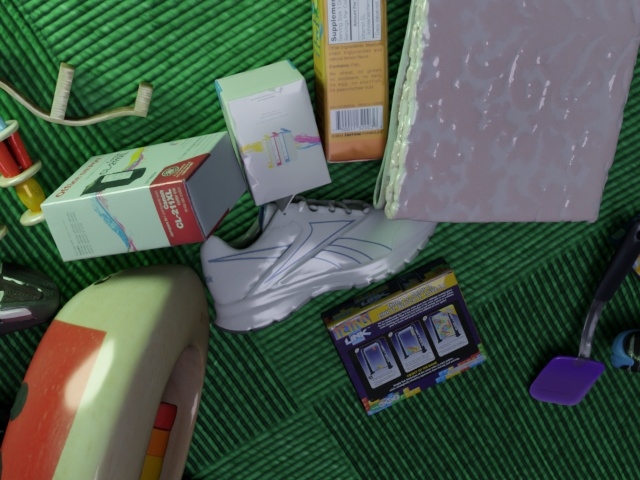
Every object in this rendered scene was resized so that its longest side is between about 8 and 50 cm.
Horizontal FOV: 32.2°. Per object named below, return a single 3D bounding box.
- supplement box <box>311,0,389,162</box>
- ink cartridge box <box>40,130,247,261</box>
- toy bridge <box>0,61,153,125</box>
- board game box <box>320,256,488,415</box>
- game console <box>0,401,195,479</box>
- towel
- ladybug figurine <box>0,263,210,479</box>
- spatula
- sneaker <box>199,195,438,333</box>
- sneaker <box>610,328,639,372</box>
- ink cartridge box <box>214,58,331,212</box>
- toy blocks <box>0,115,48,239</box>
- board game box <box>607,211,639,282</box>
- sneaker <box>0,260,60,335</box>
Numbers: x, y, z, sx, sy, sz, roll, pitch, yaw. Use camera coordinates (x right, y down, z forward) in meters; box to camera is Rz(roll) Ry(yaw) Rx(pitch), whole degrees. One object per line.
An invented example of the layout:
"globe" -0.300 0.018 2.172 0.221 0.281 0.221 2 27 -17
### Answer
"supplement box" 0.032 -0.207 1.215 0.080 0.078 0.233 -4 112 -9
"ink cartridge box" -0.185 -0.046 1.168 0.175 0.127 0.072 -8 116 22
"toy bridge" -0.279 -0.158 1.193 0.188 0.026 0.063 11 110 -16
"board game box" 0.105 0.120 1.380 0.170 0.048 0.141 -24 113 -2
"game console" -0.326 0.403 1.391 0.387 0.060 0.342 28 97 -25
"towel" 0.223 -0.179 1.244 0.317 0.053 0.331 -1 111 -28
"ladybug figurine" -0.245 0.234 1.203 0.162 0.305 0.449 12 75 7
"spatula" 0.351 0.098 1.415 0.084 0.030 0.296 10 117 -16
"sneaker" 0.000 0.000 1.277 0.297 0.111 0.129 -24 103 -9
"sneaker" 0.459 0.136 1.436 0.188 0.078 0.067 -15 115 -33
"ink cartridge box" -0.051 -0.112 1.227 0.090 0.092 0.143 -18 116 -6
"toy blocks" -0.366 -0.074 1.191 0.123 0.054 0.148 -26 115 -2
"board game box" 0.485 -0.015 1.418 0.201 0.035 0.136 -40 114 5
"sneaker" -0.426 0.115 1.240 0.281 0.106 0.162 -1 119 -3
